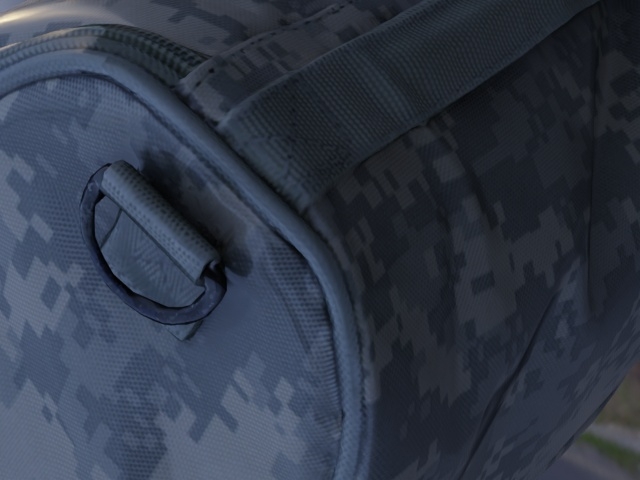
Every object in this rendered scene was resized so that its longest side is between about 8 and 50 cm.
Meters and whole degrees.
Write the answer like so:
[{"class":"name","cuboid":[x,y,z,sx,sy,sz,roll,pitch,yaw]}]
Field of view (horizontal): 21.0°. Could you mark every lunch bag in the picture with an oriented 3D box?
[{"class":"lunch bag","cuboid":[0.000,0.000,0.531,0.212,0.256,0.305,48,-138,6]}]
